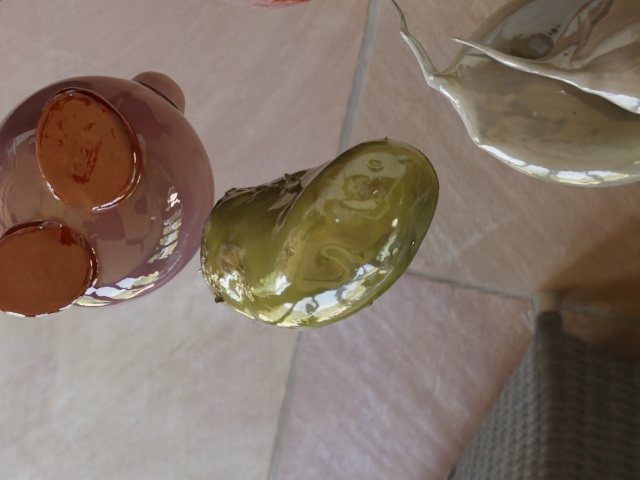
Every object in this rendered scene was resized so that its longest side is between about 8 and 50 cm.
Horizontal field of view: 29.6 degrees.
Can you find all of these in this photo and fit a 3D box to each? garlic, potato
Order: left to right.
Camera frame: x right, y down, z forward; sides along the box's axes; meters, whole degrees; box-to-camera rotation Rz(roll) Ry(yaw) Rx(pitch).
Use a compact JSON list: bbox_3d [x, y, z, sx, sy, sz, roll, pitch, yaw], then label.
[{"bbox_3d":[0.000,0.000,0.539,0.138,0.091,0.070,-12,112,57],"label":"potato"},{"bbox_3d":[0.271,-0.182,1.114,0.340,0.245,0.231,-13,170,-12],"label":"garlic"}]

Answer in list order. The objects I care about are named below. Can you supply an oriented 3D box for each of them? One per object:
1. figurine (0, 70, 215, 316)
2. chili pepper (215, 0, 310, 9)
[{"bbox_3d":[-0.157,-0.036,0.859,0.173,0.173,0.173,5,127,7],"label":"figurine"},{"bbox_3d":[-0.093,-0.277,0.733,0.229,0.305,0.251,26,109,33],"label":"chili pepper"}]
